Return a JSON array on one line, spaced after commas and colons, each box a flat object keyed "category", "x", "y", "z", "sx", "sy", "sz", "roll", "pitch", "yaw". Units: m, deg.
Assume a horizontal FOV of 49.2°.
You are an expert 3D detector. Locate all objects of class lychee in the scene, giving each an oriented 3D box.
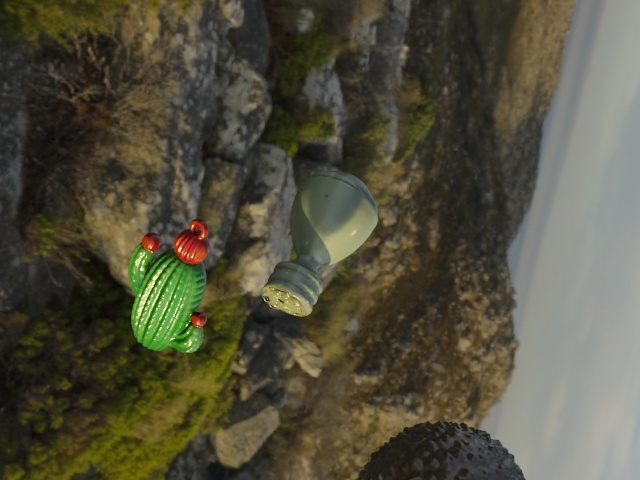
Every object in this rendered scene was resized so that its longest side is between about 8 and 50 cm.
[{"category": "lychee", "x": 0.238, "y": 0.550, "z": 1.338, "sx": 0.432, "sy": 0.380, "sz": 0.380, "roll": -122, "pitch": -156, "yaw": -46}]

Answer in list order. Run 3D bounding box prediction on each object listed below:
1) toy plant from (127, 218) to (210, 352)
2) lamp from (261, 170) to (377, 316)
[{"category": "toy plant", "x": -0.243, "y": 0.068, "z": 1.110, "sx": 0.088, "sy": 0.154, "sz": 0.240, "roll": -26, "pitch": 125, "yaw": -55}, {"category": "lamp", "x": 0.000, "y": 0.000, "z": 0.842, "sx": 0.106, "sy": 0.106, "sz": 0.193, "roll": 78, "pitch": 34, "yaw": -56}]
